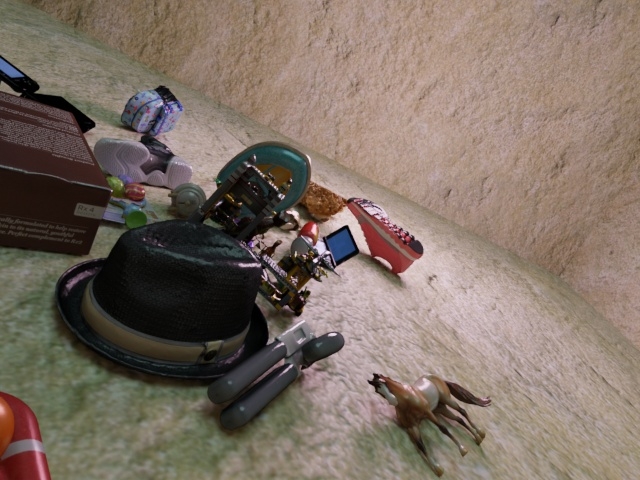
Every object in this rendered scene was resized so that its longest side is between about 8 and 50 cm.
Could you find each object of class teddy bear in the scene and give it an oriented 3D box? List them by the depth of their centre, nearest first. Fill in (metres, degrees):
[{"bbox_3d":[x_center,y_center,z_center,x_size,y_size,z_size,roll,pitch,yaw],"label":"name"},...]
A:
[{"bbox_3d":[-0.029,-0.154,1.719,0.338,0.113,0.245,32,9,40],"label":"teddy bear"}]

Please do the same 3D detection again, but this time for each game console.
[{"bbox_3d":[-0.771,-0.401,1.225,0.361,0.044,0.213,38,7,-15],"label":"game console"},{"bbox_3d":[0.022,0.005,1.309,0.124,0.085,0.144,20,27,-25],"label":"game console"}]

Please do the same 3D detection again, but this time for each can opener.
[{"bbox_3d":[-0.056,0.182,0.709,0.074,0.093,0.280,62,28,5],"label":"can opener"}]

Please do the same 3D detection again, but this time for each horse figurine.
[{"bbox_3d":[0.200,0.293,0.827,0.263,0.066,0.174,2,37,-50],"label":"horse figurine"}]

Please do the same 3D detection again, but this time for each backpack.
[{"bbox_3d":[-0.569,-0.425,1.578,0.117,0.158,0.173,46,32,0],"label":"backpack"}]

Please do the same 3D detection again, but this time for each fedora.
[{"bbox_3d":[-0.210,0.061,0.728,0.334,0.153,0.334,25,17,-8],"label":"fedora"}]

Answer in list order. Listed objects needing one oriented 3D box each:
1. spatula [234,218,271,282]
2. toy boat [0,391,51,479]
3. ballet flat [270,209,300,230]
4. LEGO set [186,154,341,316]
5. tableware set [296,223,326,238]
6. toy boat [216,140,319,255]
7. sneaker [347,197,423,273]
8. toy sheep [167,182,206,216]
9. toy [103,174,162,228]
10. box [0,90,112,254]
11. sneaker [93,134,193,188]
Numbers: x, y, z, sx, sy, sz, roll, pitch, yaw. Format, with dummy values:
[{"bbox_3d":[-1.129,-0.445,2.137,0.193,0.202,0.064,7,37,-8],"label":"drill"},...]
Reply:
[{"bbox_3d":[-0.163,0.029,1.086,0.084,0.030,0.296,20,19,-34],"label":"spatula"},{"bbox_3d":[-0.264,0.172,0.334,0.151,0.151,0.231,8,26,-45],"label":"toy boat"},{"bbox_3d":[-0.139,-0.070,1.349,0.206,0.073,0.067,10,38,-35],"label":"ballet flat"},{"bbox_3d":[-0.093,-0.031,0.945,0.331,0.192,0.255,45,10,1],"label":"LEGO set"},{"bbox_3d":[0.000,0.000,1.429,0.168,0.020,0.141,20,19,-23],"label":"tableware set"},{"bbox_3d":[-0.107,-0.095,1.211,0.318,0.267,0.148,53,26,-18],"label":"toy boat"},{"bbox_3d":[0.180,-0.016,1.535,0.314,0.136,0.116,45,29,23],"label":"sneaker"},{"bbox_3d":[-0.317,-0.096,1.129,0.091,0.091,0.132,22,13,-18],"label":"toy sheep"},{"bbox_3d":[-0.426,-0.102,1.029,0.136,0.056,0.237,13,22,-42],"label":"toy"},{"bbox_3d":[-0.527,-0.137,0.847,0.191,0.143,0.381,12,22,-42],"label":"box"},{"bbox_3d":[-0.473,-0.216,1.220,0.153,0.101,0.268,39,15,34],"label":"sneaker"}]
